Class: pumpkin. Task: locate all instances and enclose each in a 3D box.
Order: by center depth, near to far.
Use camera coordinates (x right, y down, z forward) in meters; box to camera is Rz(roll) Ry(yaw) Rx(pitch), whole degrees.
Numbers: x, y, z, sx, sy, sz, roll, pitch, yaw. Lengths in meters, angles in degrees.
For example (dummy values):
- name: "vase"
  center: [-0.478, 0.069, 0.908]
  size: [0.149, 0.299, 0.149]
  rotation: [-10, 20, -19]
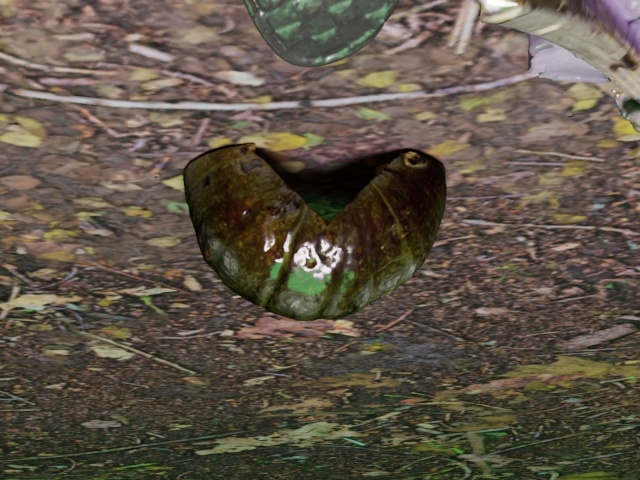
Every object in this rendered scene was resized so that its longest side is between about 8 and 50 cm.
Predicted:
- name: "pumpkin"
  center: [0.000, 0.000, 0.899]
  size: [0.184, 0.107, 0.119]
  rotation: [-2, 156, -9]

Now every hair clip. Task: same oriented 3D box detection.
- name: "hair clip"
  center: [0.134, -0.110, 0.646]
  size: [0.106, 0.084, 0.292]
  rotation: [-19, 161, 26]

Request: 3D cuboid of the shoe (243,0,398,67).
- name: "shoe"
  center: [-0.016, -0.151, 0.552]
  size: [0.071, 0.049, 0.179]
  rotation: [-19, 140, 10]
